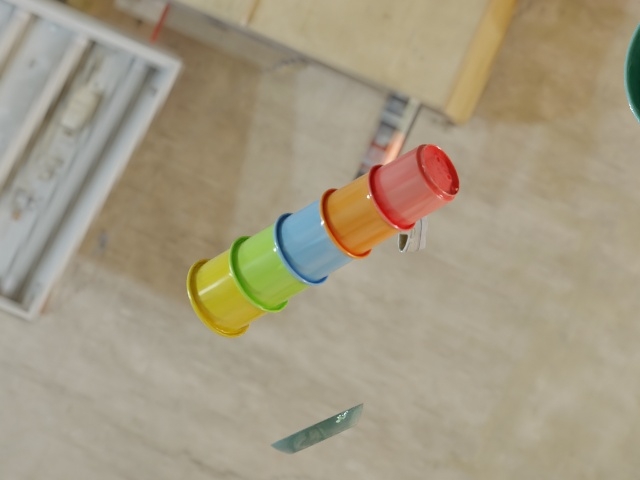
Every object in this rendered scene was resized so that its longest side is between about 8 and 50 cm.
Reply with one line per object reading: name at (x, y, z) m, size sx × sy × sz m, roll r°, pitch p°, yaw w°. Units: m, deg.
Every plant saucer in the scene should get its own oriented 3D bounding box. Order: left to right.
plant saucer at (-0.001, 0.221, 1.746) m, size 0.021 × 0.119 × 0.119 m, roll 66°, pitch -168°, yaw 7°

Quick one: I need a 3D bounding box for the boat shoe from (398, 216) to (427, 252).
boat shoe at (0.103, -0.020, 1.760) m, size 0.100 × 0.035 × 0.035 m, roll 88°, pitch 161°, yaw -55°

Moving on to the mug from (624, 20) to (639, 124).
mug at (0.283, -0.118, 1.021) m, size 0.130 × 0.157 × 0.097 m, roll -4°, pitch 164°, yaw 31°

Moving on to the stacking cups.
stacking cups at (0.000, 0.000, 1.545) m, size 0.096 × 0.316 × 0.096 m, roll 31°, pitch -135°, yaw -36°
